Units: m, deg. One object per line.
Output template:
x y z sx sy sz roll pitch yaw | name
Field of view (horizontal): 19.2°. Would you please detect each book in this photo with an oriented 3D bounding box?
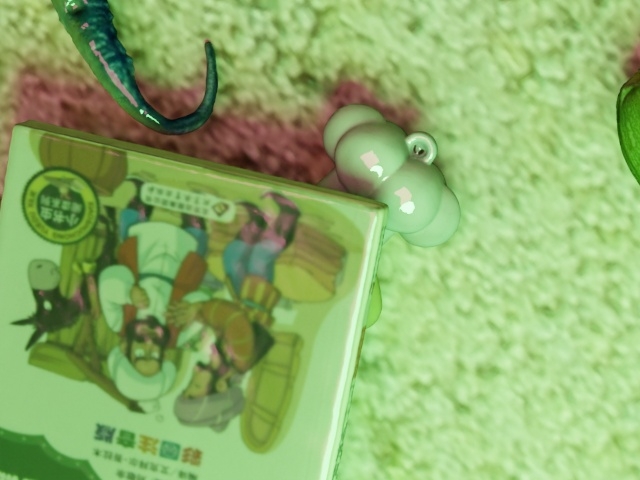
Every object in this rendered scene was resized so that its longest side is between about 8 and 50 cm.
-0.085 0.087 0.983 0.202 0.027 0.264 13 101 11 | book

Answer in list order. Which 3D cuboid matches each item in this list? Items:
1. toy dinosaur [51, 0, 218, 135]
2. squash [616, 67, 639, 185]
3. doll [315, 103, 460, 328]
-0.176 -0.211 0.997 0.147 0.076 0.363 -20 90 5 | toy dinosaur
0.237 -0.008 0.951 0.219 0.068 0.077 36 97 3 | squash
0.000 0.000 0.999 0.162 0.062 0.106 -44 93 11 | doll
